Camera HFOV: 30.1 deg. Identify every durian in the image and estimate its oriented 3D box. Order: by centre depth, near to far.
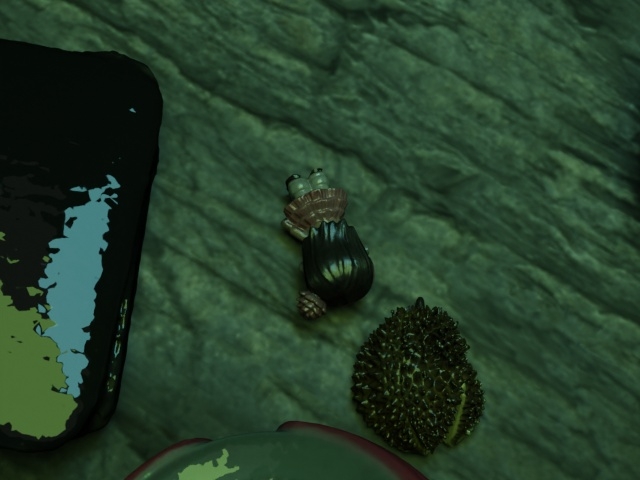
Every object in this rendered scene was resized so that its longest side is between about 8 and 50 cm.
[{"bbox_3d":[0.083,0.098,0.965,0.111,0.071,0.140,6,61,-5],"label":"durian"}]

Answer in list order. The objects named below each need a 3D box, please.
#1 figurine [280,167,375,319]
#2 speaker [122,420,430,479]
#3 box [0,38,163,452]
[{"bbox_3d":[0.000,0.000,1.005,0.072,0.054,0.129,-15,67,-9],"label":"figurine"},{"bbox_3d":[-0.035,0.263,0.767,0.294,0.294,0.294,3,66,-6],"label":"speaker"},{"bbox_3d":[-0.316,-0.015,0.951,0.351,0.091,0.359,9,65,-5],"label":"box"}]
